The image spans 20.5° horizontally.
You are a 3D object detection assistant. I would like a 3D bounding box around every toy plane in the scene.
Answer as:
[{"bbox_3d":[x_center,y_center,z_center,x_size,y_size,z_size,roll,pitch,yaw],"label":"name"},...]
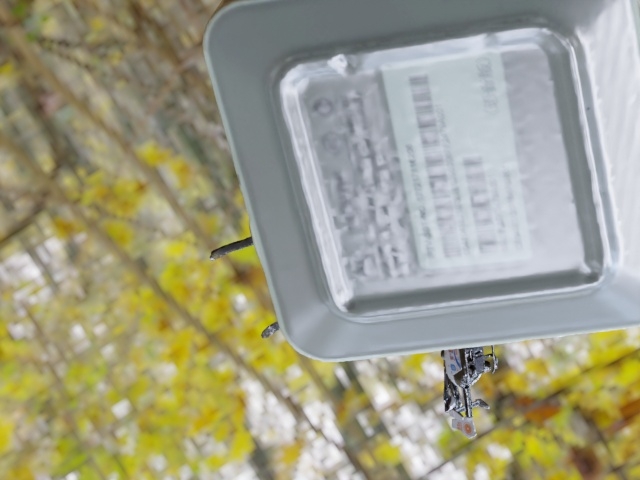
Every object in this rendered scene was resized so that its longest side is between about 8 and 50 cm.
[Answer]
[{"bbox_3d":[0.191,0.172,2.341,0.053,0.197,0.078,-19,-159,-32],"label":"toy plane"}]

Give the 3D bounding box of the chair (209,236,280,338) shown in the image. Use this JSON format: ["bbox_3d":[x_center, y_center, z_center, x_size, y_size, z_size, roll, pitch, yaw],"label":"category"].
[{"bbox_3d":[0.000,0.000,2.180,0.213,0.174,0.149,-28,-167,22],"label":"chair"}]

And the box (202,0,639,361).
[{"bbox_3d":[0.108,-0.072,1.545,0.373,0.367,0.090,-8,-154,13],"label":"box"}]
